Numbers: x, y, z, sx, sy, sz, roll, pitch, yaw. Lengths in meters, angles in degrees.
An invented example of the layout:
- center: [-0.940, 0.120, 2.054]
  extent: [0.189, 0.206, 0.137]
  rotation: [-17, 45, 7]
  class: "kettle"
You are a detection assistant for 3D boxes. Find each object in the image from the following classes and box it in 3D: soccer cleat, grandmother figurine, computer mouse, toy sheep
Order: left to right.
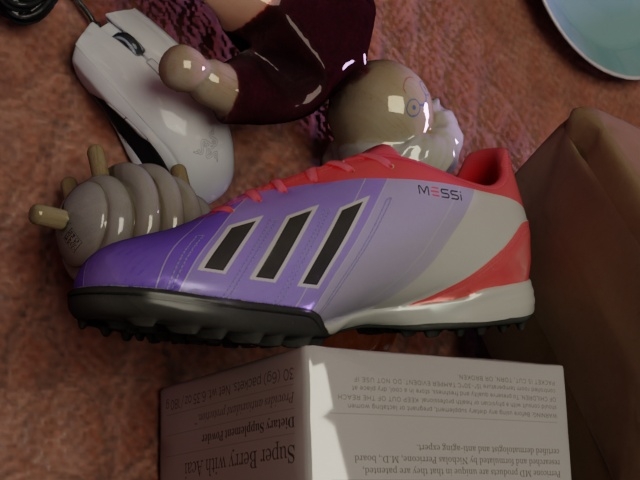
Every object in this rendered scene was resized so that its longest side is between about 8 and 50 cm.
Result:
- center: [-0.109, -0.006, 0.716]
  extent: [0.132, 0.091, 0.091]
  rotation: [8, 73, -37]
  class: "toy sheep"
- center: [-0.111, -0.109, 0.767]
  extent: [0.106, 0.042, 0.193]
  rotation: [-43, 101, -35]
  class: "computer mouse"
- center: [-0.031, -0.155, 0.773]
  extent: [0.342, 0.104, 0.208]
  rotation: [47, 61, -23]
  class: "grandmother figurine"
- center: [0.000, 0.000, 0.703]
  extent: [0.318, 0.108, 0.117]
  rotation: [0, 89, -40]
  class: "soccer cleat"

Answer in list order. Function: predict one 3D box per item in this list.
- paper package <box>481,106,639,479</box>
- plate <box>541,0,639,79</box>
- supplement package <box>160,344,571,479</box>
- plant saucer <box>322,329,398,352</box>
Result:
- center: [0.291, 0.099, 0.818]
  extent: [0.324, 0.168, 0.310]
  rotation: [19, 31, -28]
  class: "paper package"
- center: [0.237, -0.220, 1.035]
  extent: [0.188, 0.024, 0.188]
  rotation: [9, 73, -31]
  class: "plate"
- center: [0.023, 0.218, 0.682]
  extent: [0.175, 0.177, 0.293]
  rotation: [7, 73, -31]
  class: "supplement package"
- center: [0.016, 0.046, 0.825]
  extent: [0.083, 0.013, 0.084]
  rotation: [9, 73, -31]
  class: "plant saucer"
